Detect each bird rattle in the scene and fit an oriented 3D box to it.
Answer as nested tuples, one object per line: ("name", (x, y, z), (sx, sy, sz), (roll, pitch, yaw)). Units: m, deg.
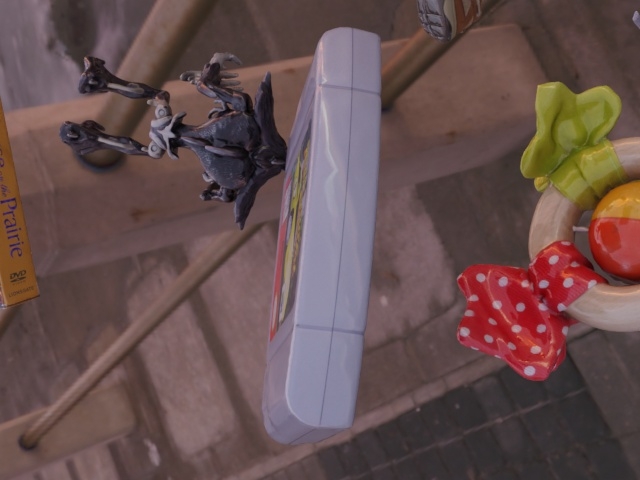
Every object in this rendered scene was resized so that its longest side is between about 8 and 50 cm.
("bird rattle", (0.223, -0.005, 0.718), (0.207, 0.253, 0.143), (4, 151, 43))

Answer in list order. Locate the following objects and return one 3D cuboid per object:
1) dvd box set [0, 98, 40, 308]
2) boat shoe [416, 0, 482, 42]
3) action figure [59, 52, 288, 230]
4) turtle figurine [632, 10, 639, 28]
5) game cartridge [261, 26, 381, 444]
("dvd box set", (-0.528, -0.122, 1.182), (0.307, 0.062, 0.420), (1, 104, 34))
("boat shoe", (0.238, -0.523, 1.624), (0.122, 0.120, 0.324), (53, 163, 41))
("action figure", (-0.123, -0.116, 0.929), (0.275, 0.141, 0.164), (17, 111, 15))
("turtle figurine", (0.571, -0.301, 1.345), (0.266, 0.274, 0.198), (81, -176, -45))
("game cartridge", (0.000, 0.000, 0.677), (0.196, 0.060, 0.294), (128, 148, -69))
